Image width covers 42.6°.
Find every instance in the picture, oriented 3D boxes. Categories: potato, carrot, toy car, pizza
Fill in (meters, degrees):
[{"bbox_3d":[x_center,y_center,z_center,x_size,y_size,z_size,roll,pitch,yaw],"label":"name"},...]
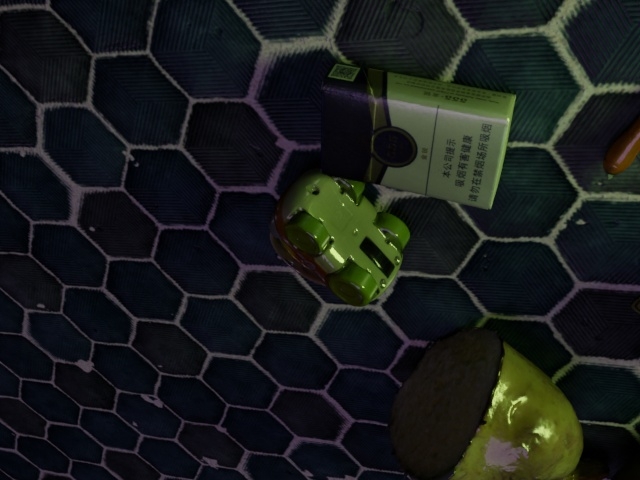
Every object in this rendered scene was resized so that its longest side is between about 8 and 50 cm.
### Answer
[{"bbox_3d":[0.299,0.321,1.402,0.237,0.289,0.300,27,94,-23],"label":"potato"},{"bbox_3d":[0.406,-0.135,1.062,0.035,0.035,0.142,24,129,1],"label":"carrot"},{"bbox_3d":[0.000,0.000,1.309,0.235,0.145,0.235,26,149,17],"label":"toy car"},{"bbox_3d":[0.429,0.449,1.534,0.204,0.080,0.188,2,174,-22],"label":"pizza"}]

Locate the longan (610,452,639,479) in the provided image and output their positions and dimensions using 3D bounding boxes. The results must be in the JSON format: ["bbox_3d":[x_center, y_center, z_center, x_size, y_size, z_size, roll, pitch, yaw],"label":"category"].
[{"bbox_3d":[0.625,0.476,1.376,0.297,0.297,0.297,12,135,13],"label":"longan"}]

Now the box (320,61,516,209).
[{"bbox_3d":[0.128,-0.146,1.143,0.259,0.071,0.168,12,135,12],"label":"box"}]

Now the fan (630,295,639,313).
[{"bbox_3d":[0.627,0.089,1.190,0.335,0.011,0.229,-6,127,27],"label":"fan"}]
